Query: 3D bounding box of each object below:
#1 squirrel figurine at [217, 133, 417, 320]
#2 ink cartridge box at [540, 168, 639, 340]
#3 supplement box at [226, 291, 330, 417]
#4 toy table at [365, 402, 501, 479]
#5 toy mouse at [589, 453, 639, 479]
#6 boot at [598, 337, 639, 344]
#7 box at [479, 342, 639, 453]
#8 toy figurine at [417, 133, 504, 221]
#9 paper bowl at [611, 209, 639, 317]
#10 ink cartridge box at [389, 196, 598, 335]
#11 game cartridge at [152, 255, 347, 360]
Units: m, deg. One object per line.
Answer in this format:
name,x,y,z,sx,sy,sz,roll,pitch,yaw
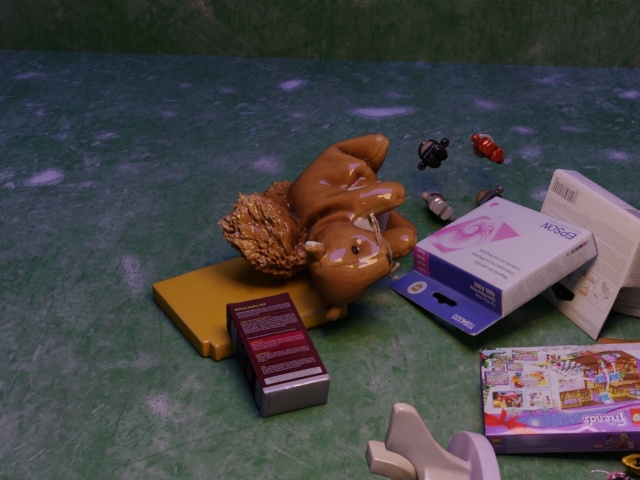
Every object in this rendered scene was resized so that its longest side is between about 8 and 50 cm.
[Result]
squirrel figurine,0.000,0.000,2.080,0.397,0.281,0.370,-5,35,11
ink cartridge box,0.558,0.025,2.102,0.066,0.261,0.296,4,25,-29
supplement box,-0.084,0.210,1.881,0.130,0.073,0.239,-10,43,-18
toy table,0.159,0.374,1.490,0.161,0.252,0.274,11,0,-6
toy mouse,0.524,0.404,1.624,0.161,0.031,0.143,0,29,0
boot,0.638,0.208,1.906,0.211,0.104,0.295,12,35,20
box,0.431,0.276,1.757,0.293,0.057,0.201,-3,40,9
toy figurine,0.346,-0.155,2.456,0.213,0.209,0.148,-8,13,-2
paper bowl,0.705,0.038,2.173,0.284,0.148,0.284,1,30,0
ink cartridge box,0.348,0.040,2.101,0.330,0.071,0.324,-30,28,-18
game cartridge,-0.152,0.127,2.108,0.323,0.053,0.285,-18,34,-25
